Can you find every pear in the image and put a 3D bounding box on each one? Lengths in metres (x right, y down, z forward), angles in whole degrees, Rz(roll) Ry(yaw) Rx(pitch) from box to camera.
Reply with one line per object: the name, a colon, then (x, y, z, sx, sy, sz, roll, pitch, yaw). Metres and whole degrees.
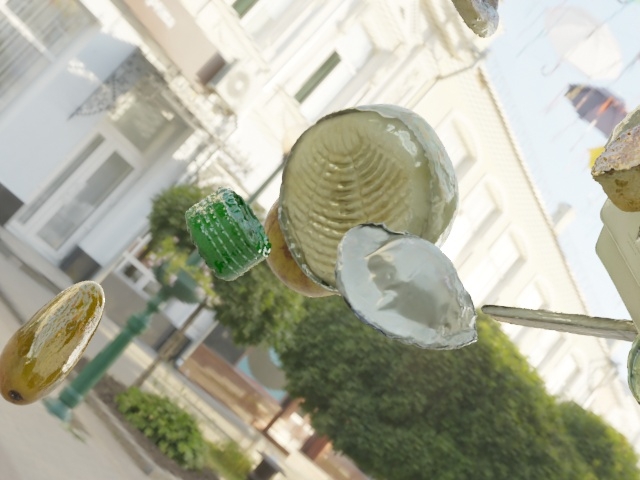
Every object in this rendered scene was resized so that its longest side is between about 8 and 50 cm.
pear: (0.000, 0.000, 1.911, 0.280, 0.281, 0.281, 40, -9, 8)

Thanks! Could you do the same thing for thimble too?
thimble: (-0.138, -0.010, 1.270, 0.130, 0.090, 0.118, 57, 9, 6)

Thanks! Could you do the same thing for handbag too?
handbag: (0.666, 0.024, 1.633, 0.160, 0.237, 0.358, 6, 33, -6)

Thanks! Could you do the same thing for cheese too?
cheese: (0.536, 0.180, 1.839, 0.400, 0.034, 0.085, 5, -23, 44)

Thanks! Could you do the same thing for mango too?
mango: (-0.459, 0.170, 1.451, 0.113, 0.253, 0.138, 41, -33, -16)

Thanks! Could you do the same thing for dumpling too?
dumpling: (0.113, 0.079, 1.228, 0.247, 0.172, 0.142, 43, -47, 21)

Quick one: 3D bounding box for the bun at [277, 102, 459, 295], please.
bun: (0.103, -0.075, 1.570, 0.364, 0.364, 0.202, 35, 22, 36)

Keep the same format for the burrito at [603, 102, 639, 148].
burrito: (0.715, -0.289, 1.611, 0.076, 0.392, 0.117, 42, 15, -28)

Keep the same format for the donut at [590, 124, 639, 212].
donut: (0.564, -0.141, 1.309, 0.259, 0.152, 0.101, -15, -59, 36)

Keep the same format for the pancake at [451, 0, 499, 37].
pancake: (0.304, -0.583, 1.736, 0.065, 0.356, 0.356, -9, -35, 23)

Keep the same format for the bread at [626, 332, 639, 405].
bread: (0.431, 0.147, 0.977, 0.064, 0.117, 0.156, 28, -25, -27)
